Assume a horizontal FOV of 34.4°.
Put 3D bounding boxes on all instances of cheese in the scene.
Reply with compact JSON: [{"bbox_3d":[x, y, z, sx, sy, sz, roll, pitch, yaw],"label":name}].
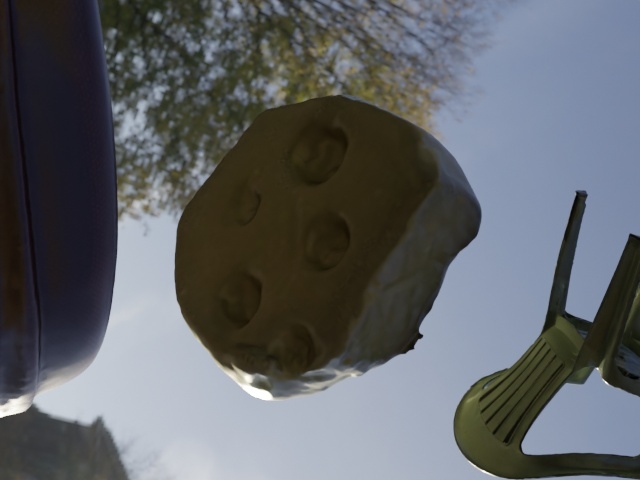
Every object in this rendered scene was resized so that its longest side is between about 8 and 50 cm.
[{"bbox_3d":[0.000,0.000,1.044,0.326,0.115,0.318,-16,-122,32],"label":"cheese"}]

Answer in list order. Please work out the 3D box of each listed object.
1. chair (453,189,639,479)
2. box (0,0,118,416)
[{"bbox_3d":[0.270,0.107,1.013,0.203,0.190,0.275,-119,-133,-68],"label":"chair"},{"bbox_3d":[-0.198,-0.099,0.453,0.404,0.108,0.263,41,-45,50],"label":"box"}]
